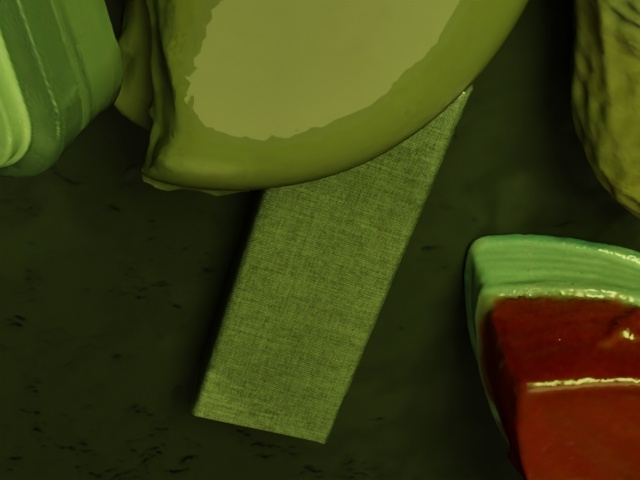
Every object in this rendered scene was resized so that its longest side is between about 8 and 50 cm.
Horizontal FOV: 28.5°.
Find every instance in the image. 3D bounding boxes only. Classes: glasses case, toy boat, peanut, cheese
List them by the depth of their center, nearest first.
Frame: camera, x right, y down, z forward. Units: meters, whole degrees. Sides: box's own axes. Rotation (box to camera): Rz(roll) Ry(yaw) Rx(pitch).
[{"bbox_3d":[-0.010,-0.108,0.427,0.175,0.091,0.203,13,111,-9],"label":"cheese"},{"bbox_3d":[0.145,-0.092,0.501,0.090,0.098,0.214,-33,135,-21],"label":"peanut"},{"bbox_3d":[0.000,0.000,0.568,0.070,0.047,0.205,13,124,-10],"label":"glasses case"},{"bbox_3d":[0.204,0.099,0.655,0.331,0.133,0.145,32,120,-20],"label":"toy boat"}]

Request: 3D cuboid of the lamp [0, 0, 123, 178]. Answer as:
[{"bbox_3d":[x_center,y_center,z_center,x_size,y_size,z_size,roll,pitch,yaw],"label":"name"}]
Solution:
[{"bbox_3d":[-0.192,-0.148,0.313,0.269,0.047,0.267,12,133,27],"label":"lamp"}]
